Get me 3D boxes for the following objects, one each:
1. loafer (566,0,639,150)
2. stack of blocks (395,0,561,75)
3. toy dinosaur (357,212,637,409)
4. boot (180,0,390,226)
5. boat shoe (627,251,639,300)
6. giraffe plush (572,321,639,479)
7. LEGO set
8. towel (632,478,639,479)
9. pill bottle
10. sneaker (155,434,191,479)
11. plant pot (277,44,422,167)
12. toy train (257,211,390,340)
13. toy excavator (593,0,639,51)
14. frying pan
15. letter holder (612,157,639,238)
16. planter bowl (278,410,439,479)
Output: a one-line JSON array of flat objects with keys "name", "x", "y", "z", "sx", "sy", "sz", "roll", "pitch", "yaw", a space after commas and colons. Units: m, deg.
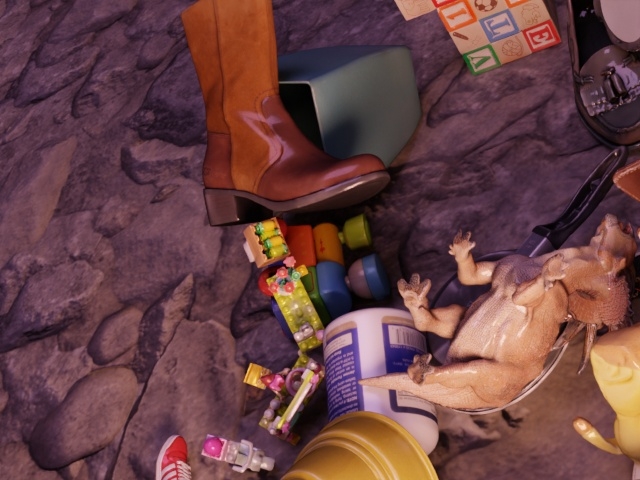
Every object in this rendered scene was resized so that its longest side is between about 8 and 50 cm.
[{"name": "loafer", "x": 0.340, "y": -0.217, "z": 1.406, "sx": 0.096, "sy": 0.084, "sz": 0.267, "roll": -23, "pitch": 41, "yaw": 17}, {"name": "stack of blocks", "x": 0.178, "y": -0.355, "z": 1.494, "sx": 0.171, "sy": 0.297, "sz": 0.087, "roll": -19, "pitch": 45, "yaw": 22}, {"name": "toy dinosaur", "x": 0.187, "y": 0.091, "z": 1.108, "sx": 0.296, "sy": 0.200, "sz": 0.127, "roll": -43, "pitch": 41, "yaw": 13}, {"name": "boot", "x": -0.045, "y": -0.169, "z": 1.352, "sx": 0.264, "sy": 0.096, "sz": 0.280, "roll": -8, "pitch": 87, "yaw": 46}, {"name": "boat shoe", "x": 0.319, "y": 0.043, "z": 1.195, "sx": 0.133, "sy": 0.049, "sz": 0.042, "roll": -17, "pitch": 38, "yaw": 33}, {"name": "giraffe plush", "x": 0.343, "y": 0.124, "z": 1.020, "sx": 0.181, "sy": 0.210, "sz": 0.170, "roll": 37, "pitch": 57, "yaw": 20}, {"name": "LEGO set", "x": -0.045, "y": 0.114, "z": 1.270, "sx": 0.132, "sy": 0.107, "sz": 0.286, "roll": 9, "pitch": 82, "yaw": 5}, {"name": "towel", "x": 0.200, "y": 0.308, "z": 0.872, "sx": 0.324, "sy": 0.056, "sz": 0.312, "roll": -23, "pitch": 26, "yaw": 42}, {"name": "pill bottle", "x": 0.063, "y": 0.174, "z": 1.194, "sx": 0.112, "sy": 0.112, "sz": 0.186, "roll": -18, "pitch": 56, "yaw": 22}, {"name": "sneaker", "x": -0.157, "y": 0.276, "z": 1.321, "sx": 0.067, "sy": 0.042, "sz": 0.118, "roll": -12, "pitch": 53, "yaw": 33}, {"name": "plant pot", "x": 0.018, "y": -0.168, "z": 1.511, "sx": 0.165, "sy": 0.165, "sz": 0.234, "roll": 8, "pitch": 30, "yaw": 41}, {"name": "toy train", "x": 0.000, "y": 0.000, "z": 1.440, "sx": 0.143, "sy": 0.105, "sz": 0.248, "roll": -17, "pitch": 42, "yaw": 9}, {"name": "toy excavator", "x": 0.364, "y": -0.449, "z": 1.390, "sx": 0.222, "sy": 0.433, "sz": 0.445, "roll": -22, "pitch": 77, "yaw": -15}, {"name": "frying pan", "x": 0.226, "y": 0.047, "z": 1.217, "sx": 0.326, "sy": 0.053, "sz": 0.197, "roll": -43, "pitch": 37, "yaw": 15}, {"name": "letter holder", "x": 0.399, "y": 0.034, "z": 0.938, "sx": 0.214, "sy": 0.302, "sz": 0.152, "roll": -30, "pitch": 41, "yaw": 59}, {"name": "planter bowl", "x": 0.011, "y": 0.269, "z": 1.080, "sx": 0.217, "sy": 0.090, "sz": 0.217, "roll": -8, "pitch": 80, "yaw": 49}]
